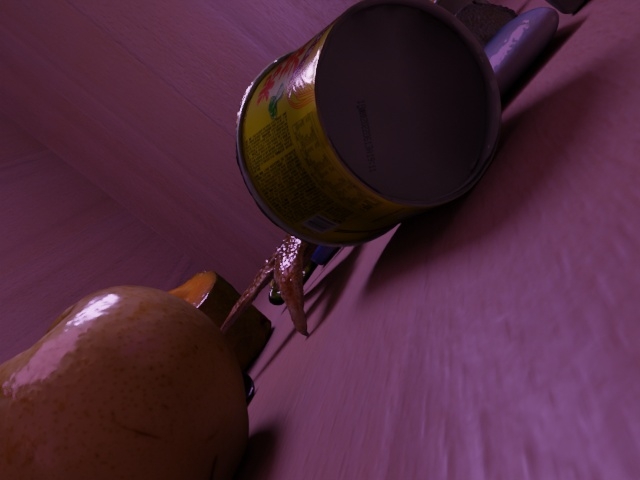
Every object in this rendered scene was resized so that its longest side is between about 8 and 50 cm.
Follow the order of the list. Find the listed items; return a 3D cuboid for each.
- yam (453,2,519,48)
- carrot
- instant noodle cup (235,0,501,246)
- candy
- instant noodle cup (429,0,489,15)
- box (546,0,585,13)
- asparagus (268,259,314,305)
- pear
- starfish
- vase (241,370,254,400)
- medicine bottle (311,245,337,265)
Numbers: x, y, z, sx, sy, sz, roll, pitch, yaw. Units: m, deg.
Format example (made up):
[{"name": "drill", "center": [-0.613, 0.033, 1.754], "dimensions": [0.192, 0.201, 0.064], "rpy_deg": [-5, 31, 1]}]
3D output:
[{"name": "yam", "center": [0.246, -0.312, 0.915], "dimensions": [0.254, 0.154, 0.154], "rpy_deg": [-43, 9, 50]}, {"name": "carrot", "center": [-0.280, 0.197, 1.128], "dimensions": [0.241, 0.340, 0.241], "rpy_deg": [-39, 23, 21]}, {"name": "instant noodle cup", "center": [0.065, -0.145, 0.624], "dimensions": [0.311, 0.311, 0.221], "rpy_deg": [-52, 15, -15]}, {"name": "candy", "center": [0.266, -0.260, 0.735], "dimensions": [0.174, 0.071, 0.138], "rpy_deg": [-50, 5, 15]}, {"name": "instant noodle cup", "center": [0.327, -0.557, 1.420], "dimensions": [0.294, 0.294, 0.308], "rpy_deg": [-53, 12, -24]}, {"name": "box", "center": [0.380, -0.415, 0.710], "dimensions": [0.172, 0.092, 0.124], "rpy_deg": [-48, 6, 38]}, {"name": "asparagus", "center": [-0.051, 0.028, 1.358], "dimensions": [0.128, 0.108, 0.382], "rpy_deg": [-47, 8, 32]}, {"name": "pear", "center": [-0.227, 0.211, 0.572], "dimensions": [0.309, 0.309, 0.309], "rpy_deg": [-51, 5, 6]}, {"name": "starfish", "center": [-0.017, 0.036, 0.939], "dimensions": [0.384, 0.132, 0.398], "rpy_deg": [-53, -1, 33]}, {"name": "vase", "center": [-0.176, 0.284, 0.852], "dimensions": [0.167, 0.059, 0.059], "rpy_deg": [-47, 6, 37]}, {"name": "medicine bottle", "center": [0.056, -0.044, 1.149], "dimensions": [0.231, 0.059, 0.059], "rpy_deg": [-50, 5, 14]}]
